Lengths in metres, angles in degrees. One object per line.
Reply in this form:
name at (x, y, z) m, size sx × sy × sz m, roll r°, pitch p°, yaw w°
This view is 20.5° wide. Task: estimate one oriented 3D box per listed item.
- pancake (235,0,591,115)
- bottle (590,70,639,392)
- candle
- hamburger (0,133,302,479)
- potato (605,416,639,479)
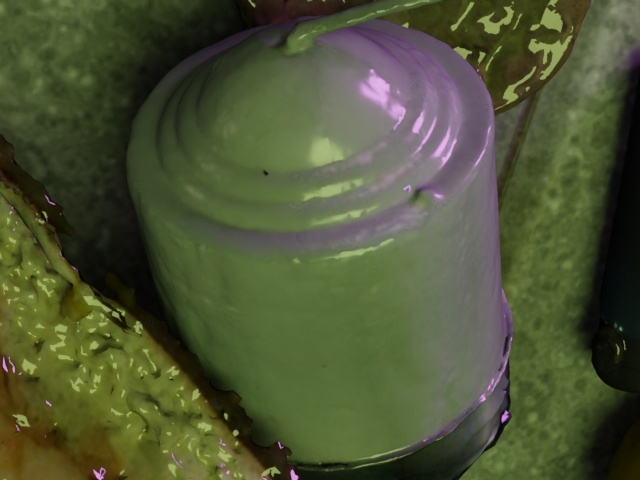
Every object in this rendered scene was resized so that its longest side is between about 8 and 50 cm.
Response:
pancake at (0.060, -0.183, 1.113) m, size 0.242 × 0.050 × 0.242 m, roll -5°, pitch 110°, yaw -14°
bottle at (0.240, -0.010, 1.243) m, size 0.082 × 0.072 × 0.244 m, roll -11°, pitch 119°, yaw -34°
candle at (0.000, 0.000, 1.045) m, size 0.221 × 0.221 × 0.342 m, roll -20°, pitch 134°, yaw -11°
hamburger at (-0.201, 0.167, 1.030) m, size 0.445 × 0.287 × 0.268 m, roll 47°, pitch 64°, yaw -3°
potato at (0.284, 0.195, 1.312) m, size 0.158 × 0.178 × 0.203 m, roll 42°, pitch 102°, yaw -18°
